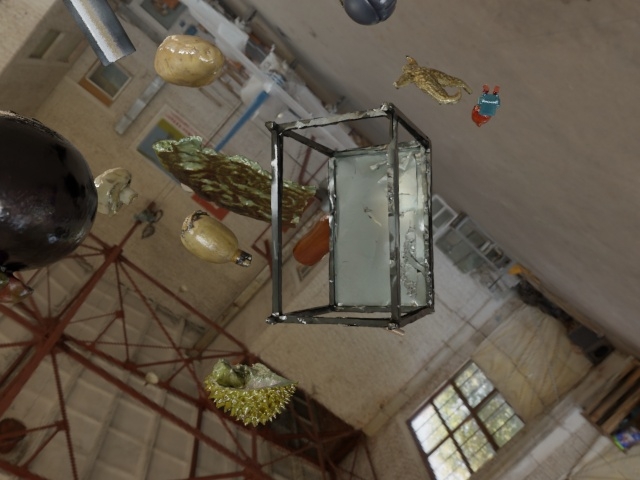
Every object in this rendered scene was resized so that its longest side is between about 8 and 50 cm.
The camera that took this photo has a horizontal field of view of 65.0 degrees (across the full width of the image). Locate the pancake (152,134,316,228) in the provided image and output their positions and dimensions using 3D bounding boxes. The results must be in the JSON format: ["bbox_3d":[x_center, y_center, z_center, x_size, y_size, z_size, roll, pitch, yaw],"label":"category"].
[{"bbox_3d":[-0.206,-0.147,1.242,0.427,0.066,0.305,22,156,-22],"label":"pancake"}]

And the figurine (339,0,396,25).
[{"bbox_3d":[0.152,-0.774,1.515,0.175,0.197,0.264,28,-136,-26],"label":"figurine"}]

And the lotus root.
[{"bbox_3d":[-0.414,0.013,2.012,0.310,0.182,0.182,34,-170,-20],"label":"lotus root"}]

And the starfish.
[{"bbox_3d":[0.445,-0.636,1.980,0.324,0.082,0.432,20,-149,11],"label":"starfish"}]

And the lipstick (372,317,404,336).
[{"bbox_3d":[0.178,0.230,1.330,0.094,0.018,0.019,23,-169,-8],"label":"lipstick"}]

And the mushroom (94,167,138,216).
[{"bbox_3d":[-0.593,-0.143,1.455,0.123,0.154,0.154,21,-169,-8],"label":"mushroom"}]

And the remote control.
[{"bbox_3d":[-0.657,-0.677,1.375,0.377,0.107,0.044,63,169,-26],"label":"remote control"}]

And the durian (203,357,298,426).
[{"bbox_3d":[-0.211,0.395,1.360,0.172,0.166,0.306,43,158,-26],"label":"durian"}]

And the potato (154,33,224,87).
[{"bbox_3d":[-0.332,-0.458,1.269,0.162,0.127,0.235,6,-176,-22],"label":"potato"}]

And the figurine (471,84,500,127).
[{"bbox_3d":[0.513,-0.410,1.561,0.068,0.075,0.140,8,154,5],"label":"figurine"}]

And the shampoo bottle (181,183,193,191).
[{"bbox_3d":[-0.459,-0.264,1.849,0.078,0.127,0.256,40,-163,-23],"label":"shampoo bottle"}]

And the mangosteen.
[{"bbox_3d":[-0.687,-0.060,1.066,0.383,0.434,0.382,6,162,2],"label":"mangosteen"}]

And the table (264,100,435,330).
[{"bbox_3d":[0.064,-0.027,0.880,0.223,0.334,0.272,-2,177,25],"label":"table"}]

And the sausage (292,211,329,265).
[{"bbox_3d":[0.000,0.000,1.479,0.089,0.300,0.083,18,-125,-21],"label":"sausage"}]
